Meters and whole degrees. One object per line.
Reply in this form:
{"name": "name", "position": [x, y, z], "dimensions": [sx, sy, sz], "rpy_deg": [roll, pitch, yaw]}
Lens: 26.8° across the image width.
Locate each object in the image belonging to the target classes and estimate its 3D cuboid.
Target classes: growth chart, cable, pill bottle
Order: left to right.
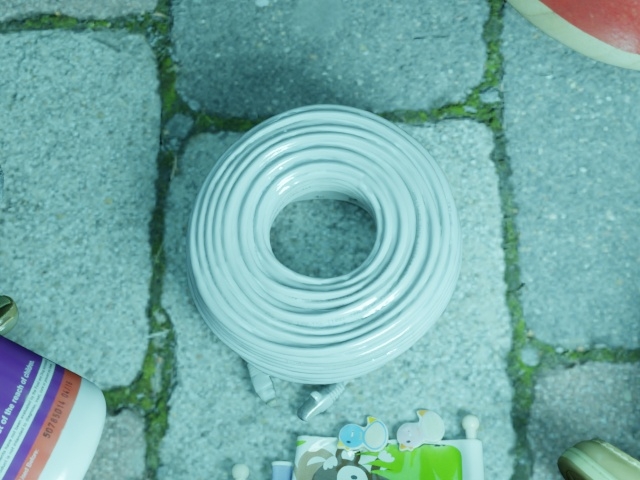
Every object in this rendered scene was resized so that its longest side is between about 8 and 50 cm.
{"name": "pill bottle", "position": [-0.353, 0.134, 1.112], "dimensions": [0.323, 0.181, 0.181], "rpy_deg": [30, 74, -12]}
{"name": "cable", "position": [0.000, 0.000, 1.228], "dimensions": [0.257, 0.089, 0.257], "rpy_deg": [-35, 70, -6]}
{"name": "growth chart", "position": [0.034, 0.239, 1.173], "dimensions": [0.237, 0.021, 0.172], "rpy_deg": [-10, 68, 2]}

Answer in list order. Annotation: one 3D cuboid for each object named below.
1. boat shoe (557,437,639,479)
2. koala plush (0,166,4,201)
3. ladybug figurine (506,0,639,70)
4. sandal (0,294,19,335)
{"name": "boat shoe", "position": [0.328, 0.238, 1.098], "dimensions": [0.285, 0.104, 0.089], "rpy_deg": [33, 79, 6]}
{"name": "koala plush", "position": [-0.413, -0.003, 1.248], "dimensions": [0.196, 0.203, 0.221], "rpy_deg": [22, 92, 30]}
{"name": "ladybug figurine", "position": [0.278, -0.364, 1.292], "dimensions": [0.305, 0.162, 0.449], "rpy_deg": [-28, 69, -4]}
{"name": "sandal", "position": [-0.347, 0.117, 1.242], "dimensions": [0.180, 0.049, 0.072], "rpy_deg": [-33, 35, 5]}
